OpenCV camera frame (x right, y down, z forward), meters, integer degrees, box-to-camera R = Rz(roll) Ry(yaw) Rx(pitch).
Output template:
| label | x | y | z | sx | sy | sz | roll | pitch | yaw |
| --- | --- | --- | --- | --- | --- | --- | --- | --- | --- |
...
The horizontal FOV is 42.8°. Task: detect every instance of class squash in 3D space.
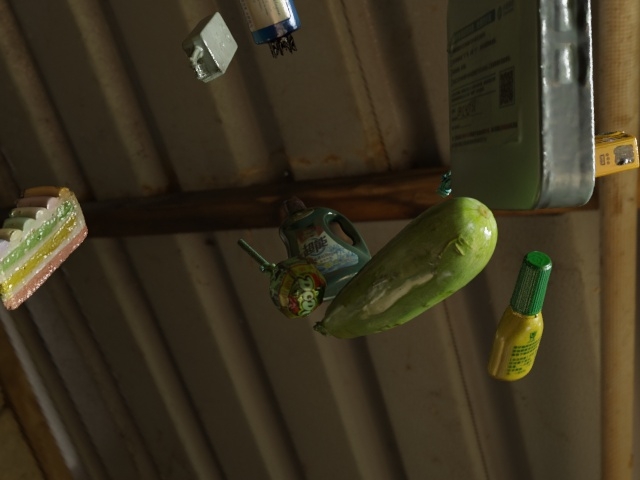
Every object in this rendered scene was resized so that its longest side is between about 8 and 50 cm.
| label | x | y | z | sx | sy | sz | roll | pitch | yaw |
| --- | --- | --- | --- | --- | --- | --- | --- | --- | --- |
| squash | 0.115 | 0.064 | 1.200 | 0.118 | 0.118 | 0.370 | 49 | -52 | 2 |

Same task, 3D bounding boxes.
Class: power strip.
| label | x | y | z | sx | sy | sz | roll | pitch | yaw |
| --- | --- | --- | --- | --- | --- | --- | --- | --- | --- |
| power strip | -0.227 | -0.391 | 1.663 | 0.053 | 0.288 | 0.093 | -23 | -66 | 13 |

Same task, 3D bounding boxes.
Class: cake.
| label | x | y | z | sx | sy | sz | roll | pitch | yaw |
| --- | --- | --- | --- | --- | --- | --- | --- | --- | --- |
| cake | -0.459 | 0.002 | 1.328 | 0.090 | 0.225 | 0.109 | -6 | -55 | 11 |

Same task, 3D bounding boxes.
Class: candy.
| label | x | y | z | sx | sy | sz | roll | pitch | yaw |
| --- | --- | --- | --- | --- | --- | --- | --- | --- | --- |
| candy | -0.079 | 0.039 | 1.319 | 0.305 | 0.083 | 0.091 | -144 | -124 | -59 |

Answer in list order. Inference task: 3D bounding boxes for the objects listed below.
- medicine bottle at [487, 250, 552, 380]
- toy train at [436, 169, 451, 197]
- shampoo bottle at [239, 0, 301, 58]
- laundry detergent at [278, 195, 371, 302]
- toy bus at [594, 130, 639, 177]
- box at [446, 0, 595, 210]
| label | x | y | z | sx | sy | sz | roll | pitch | yaw |
| --- | --- | --- | --- | --- | --- | --- | --- | --- | --- |
| medicine bottle | 0.345 | 0.133 | 1.392 | 0.064 | 0.095 | 0.261 | 52 | -32 | 44 |
| toy train | 0.248 | -0.115 | 1.520 | 0.029 | 0.045 | 0.092 | 32 | -28 | -11 |
| shampoo bottle | -0.089 | -0.396 | 1.362 | 0.050 | 0.087 | 0.183 | 26 | -41 | 65 |
| laundry detergent | 0.000 | 0.000 | 1.500 | 0.078 | 0.144 | 0.222 | 86 | -19 | -57 |
| toy bus | 0.438 | -0.133 | 1.354 | 0.162 | 0.074 | 0.070 | -13 | -77 | -5 |
| box | 0.300 | -0.246 | 1.283 | 0.396 | 0.111 | 0.397 | -162 | -111 | -80 |
